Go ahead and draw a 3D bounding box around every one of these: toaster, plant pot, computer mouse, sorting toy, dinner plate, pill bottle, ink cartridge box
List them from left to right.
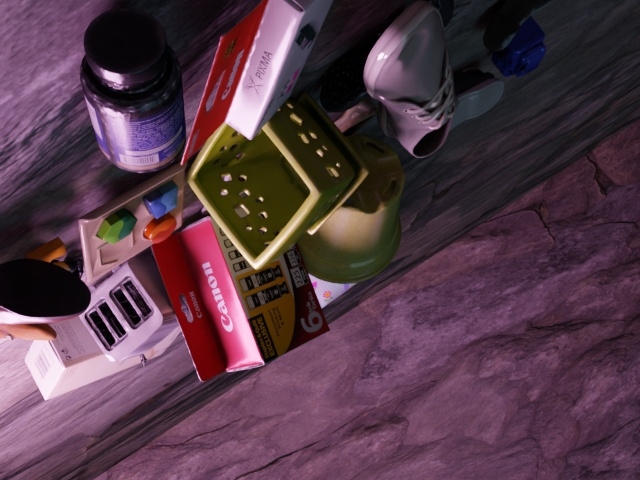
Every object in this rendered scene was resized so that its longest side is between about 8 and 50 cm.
[{"bbox_3d":[-0.356,-0.002,1.319,0.307,0.041,0.229,-36,164,-30],"label":"sorting toy"},{"bbox_3d":[-0.377,0.143,1.536,0.168,0.185,0.110,-39,171,18],"label":"toaster"},{"bbox_3d":[-0.236,-0.186,0.967,0.123,0.122,0.219,-29,164,-18],"label":"pill bottle"},{"bbox_3d":[-0.176,-0.083,1.547,0.141,0.017,0.141,-29,173,-4],"label":"dinner plate"},{"bbox_3d":[-0.159,0.096,1.545,0.130,0.309,0.272,-21,-179,44],"label":"ink cartridge box"},{"bbox_3d":[-0.083,-0.239,1.068,0.239,0.060,0.275,-57,180,-37],"label":"ink cartridge box"},{"bbox_3d":[-0.063,-0.118,1.345,0.207,0.227,0.228,-24,162,-50],"label":"plant pot"},{"bbox_3d":[0.063,-0.082,1.591,0.276,0.276,0.254,-29,163,-20],"label":"plant pot"},{"bbox_3d":[0.195,-0.418,1.298,0.071,0.041,0.242,-36,164,7],"label":"computer mouse"}]

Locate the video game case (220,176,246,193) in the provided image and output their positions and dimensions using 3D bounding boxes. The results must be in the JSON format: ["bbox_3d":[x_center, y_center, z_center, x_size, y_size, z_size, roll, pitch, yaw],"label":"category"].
[{"bbox_3d":[-0.140,-0.132,1.519,0.122,0.011,0.087,-26,163,-27],"label":"video game case"}]

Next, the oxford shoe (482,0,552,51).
[{"bbox_3d":[0.404,-0.479,1.525,0.212,0.076,0.076,-45,-169,27],"label":"oxford shoe"}]

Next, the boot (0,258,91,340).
[{"bbox_3d":[-0.488,0.130,1.258,0.264,0.096,0.280,-3,155,-4],"label":"boot"}]

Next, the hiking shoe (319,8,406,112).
[{"bbox_3d":[0.101,-0.303,1.363,0.227,0.086,0.114,-40,160,15],"label":"hiking shoe"}]

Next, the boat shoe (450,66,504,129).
[{"bbox_3d":[0.270,-0.303,1.692,0.303,0.091,0.114,-23,141,-29],"label":"boat shoe"}]

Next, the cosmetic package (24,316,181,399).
[{"bbox_3d":[-0.480,0.226,1.707,0.310,0.113,0.160,-17,157,-43],"label":"cosmetic package"}]

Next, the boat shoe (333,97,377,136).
[{"bbox_3d":[0.059,-0.230,1.561,0.153,0.048,0.056,-44,161,32],"label":"boat shoe"}]

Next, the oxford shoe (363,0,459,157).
[{"bbox_3d":[0.170,-0.258,1.291,0.169,0.130,0.449,-43,165,-3],"label":"oxford shoe"}]

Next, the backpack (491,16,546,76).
[{"bbox_3d":[0.436,-0.414,1.687,0.098,0.101,0.120,-24,166,-11],"label":"backpack"}]

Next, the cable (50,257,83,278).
[{"bbox_3d":[-0.512,0.098,1.385,0.151,0.047,0.184,-19,159,-43],"label":"cable"}]

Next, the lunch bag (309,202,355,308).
[{"bbox_3d":[0.000,0.000,1.836,0.223,0.160,0.262,-36,122,3],"label":"lunch bag"}]
